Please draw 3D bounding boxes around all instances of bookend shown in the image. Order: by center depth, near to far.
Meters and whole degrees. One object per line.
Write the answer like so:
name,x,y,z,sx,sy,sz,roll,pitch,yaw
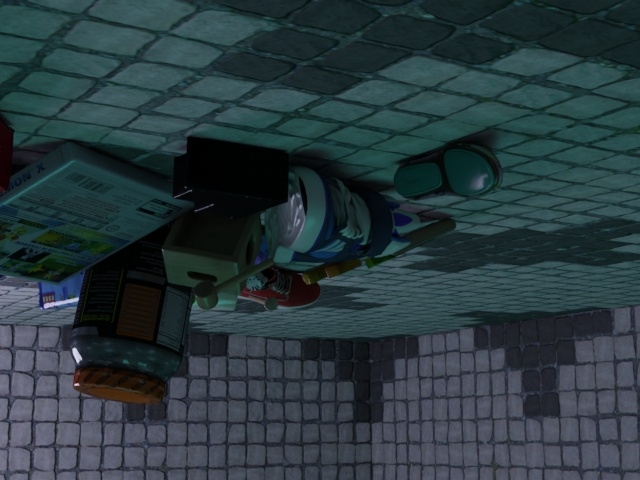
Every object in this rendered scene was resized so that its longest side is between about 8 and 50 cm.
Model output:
bookend,-0.150,-0.085,1.512,0.156,0.072,0.157,7,168,-31

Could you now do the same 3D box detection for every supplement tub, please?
supplement tub,-0.318,0.112,1.833,0.193,0.316,0.193,8,161,3

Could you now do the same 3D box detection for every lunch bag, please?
lunch bag,-0.374,0.043,2.083,0.293,0.138,0.221,-7,177,-45

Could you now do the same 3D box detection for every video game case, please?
video game case,-0.390,-0.029,1.615,0.300,0.036,0.329,-28,161,17

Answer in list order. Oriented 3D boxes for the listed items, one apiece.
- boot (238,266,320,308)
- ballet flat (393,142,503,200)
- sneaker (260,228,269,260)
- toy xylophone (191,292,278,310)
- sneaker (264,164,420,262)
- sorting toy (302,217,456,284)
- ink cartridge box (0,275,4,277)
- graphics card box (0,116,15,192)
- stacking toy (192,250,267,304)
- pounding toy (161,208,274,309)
boot,-0.091,0.103,2.506,0.244,0.088,0.176,8,166,-23
ballet flat,0.193,-0.097,1.497,0.079,0.077,0.221,-16,-176,-33
sneaker,-0.129,0.027,2.097,0.069,0.082,0.209,2,168,-5
toy xylophone,-0.226,0.093,2.238,0.236,0.081,0.322,3,-176,-23
sneaker,0.049,-0.044,1.645,0.236,0.130,0.323,-6,168,-13
sorting toy,0.079,0.038,1.914,0.229,0.041,0.307,-20,-179,43
ink cartridge box,-0.628,0.052,1.882,0.330,0.071,0.324,-7,-165,35
graphics card box,-0.572,-0.121,1.244,0.371,0.094,0.233,1,170,-2
stacking toy,-0.151,0.054,1.940,0.221,0.052,0.167,-27,-163,35
pounding toy,-0.157,0.043,1.712,0.181,0.206,0.094,10,137,11
